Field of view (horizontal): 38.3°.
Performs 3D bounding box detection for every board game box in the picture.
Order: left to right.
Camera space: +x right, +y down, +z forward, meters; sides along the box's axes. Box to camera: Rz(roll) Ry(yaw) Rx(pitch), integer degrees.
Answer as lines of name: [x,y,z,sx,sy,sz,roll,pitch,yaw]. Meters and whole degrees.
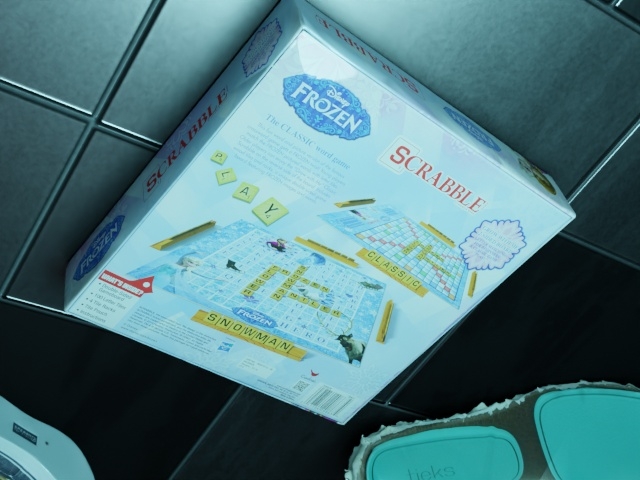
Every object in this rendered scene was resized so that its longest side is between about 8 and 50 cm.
board game box: [0.000,0.000,0.799,0.318,0.066,0.318,29,118,-32]

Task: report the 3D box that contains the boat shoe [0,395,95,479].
boat shoe: [-0.308,0.217,0.911,0.083,0.065,0.183,-30,125,14]

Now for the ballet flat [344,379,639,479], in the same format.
ballet flat: [0.222,0.244,1.046,0.408,0.147,0.147,-3,130,-8]
